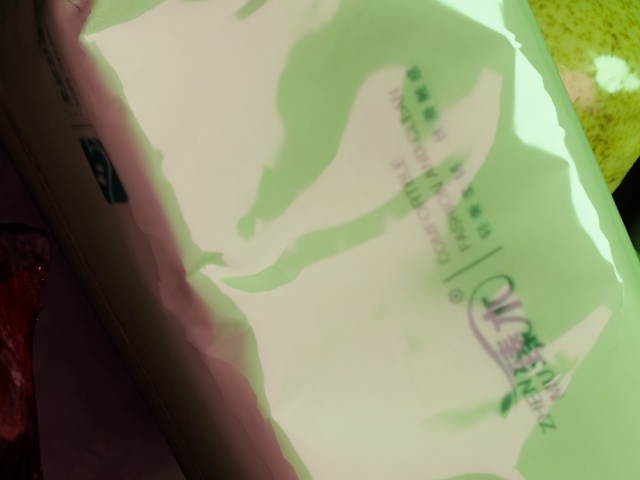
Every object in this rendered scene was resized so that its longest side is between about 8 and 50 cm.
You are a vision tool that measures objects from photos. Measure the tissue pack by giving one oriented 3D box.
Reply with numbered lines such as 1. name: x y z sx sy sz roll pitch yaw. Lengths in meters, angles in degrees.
1. tissue pack: 0.000 0.000 0.805 0.207 0.297 0.380 -31 106 -15

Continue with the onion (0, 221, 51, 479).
1. onion: -0.203 0.050 0.772 0.195 0.272 0.272 -36 125 -10

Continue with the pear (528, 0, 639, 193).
1. pear: 0.103 -0.094 0.963 0.178 0.178 0.178 -12 117 -26

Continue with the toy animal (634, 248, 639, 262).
1. toy animal: 0.272 -0.042 1.079 0.169 0.121 0.233 30 70 -25
